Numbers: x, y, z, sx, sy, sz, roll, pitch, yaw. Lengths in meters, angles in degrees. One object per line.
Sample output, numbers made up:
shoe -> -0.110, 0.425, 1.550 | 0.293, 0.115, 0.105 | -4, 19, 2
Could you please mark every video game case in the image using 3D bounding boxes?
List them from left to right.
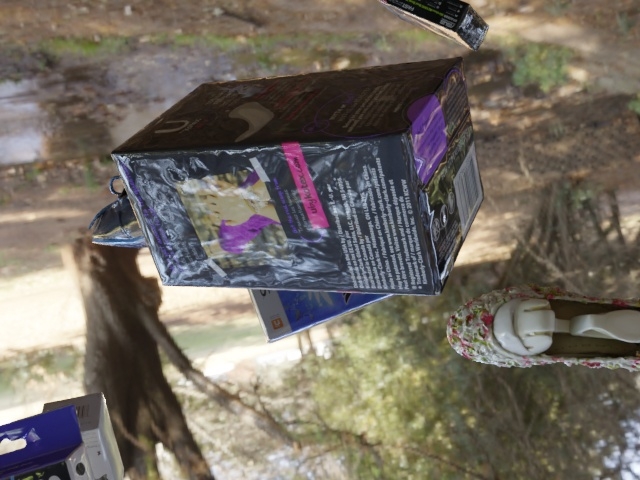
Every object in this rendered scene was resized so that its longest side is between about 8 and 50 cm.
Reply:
video game case -> 0.000, 0.000, 1.212 | 0.269, 0.244, 0.061 | -20, 171, -9

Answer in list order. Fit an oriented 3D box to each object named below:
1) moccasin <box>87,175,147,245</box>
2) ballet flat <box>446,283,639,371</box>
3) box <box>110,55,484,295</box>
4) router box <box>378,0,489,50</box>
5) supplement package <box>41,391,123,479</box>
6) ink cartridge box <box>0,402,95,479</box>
moccasin -> -0.261, -0.051, 1.247 | 0.138, 0.116, 0.342 | 3, 173, -42
ballet flat -> 0.245, 0.082, 0.758 | 0.241, 0.091, 0.077 | -2, 166, 10
box -> -0.013, -0.056, 0.678 | 0.270, 0.143, 0.165 | 1, -148, 27
router box -> 0.138, -0.283, 0.956 | 0.122, 0.038, 0.092 | 32, -167, 24
supplement package -> -0.408, 0.370, 1.327 | 0.105, 0.179, 0.105 | -11, -154, -8
ink cartridge box -> -0.345, 0.311, 0.872 | 0.206, 0.208, 0.045 | -20, 173, 14
